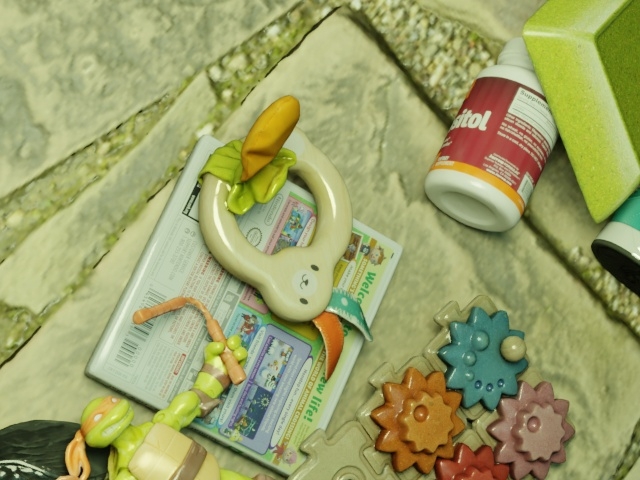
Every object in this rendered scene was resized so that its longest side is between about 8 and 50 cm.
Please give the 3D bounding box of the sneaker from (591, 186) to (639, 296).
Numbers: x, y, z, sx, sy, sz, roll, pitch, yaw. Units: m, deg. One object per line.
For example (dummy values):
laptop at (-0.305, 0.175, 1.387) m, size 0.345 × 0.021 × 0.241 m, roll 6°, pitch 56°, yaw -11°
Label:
sneaker at (0.398, 0.020, 1.357) m, size 0.295 × 0.124 × 0.178 m, roll 37°, pitch 80°, yaw -13°

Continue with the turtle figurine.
turtle figurine at (-0.104, 0.186, 1.108) m, size 0.217 × 0.087 × 0.269 m, roll 41°, pitch 48°, yaw -7°

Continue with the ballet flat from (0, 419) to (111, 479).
ballet flat at (-0.228, 0.167, 1.120) m, size 0.173 × 0.049 × 0.057 m, roll -4°, pitch 50°, yaw -26°

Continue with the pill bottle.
pill bottle at (0.154, -0.090, 1.284) m, size 0.086 × 0.086 × 0.152 m, roll 32°, pitch 71°, yaw -16°

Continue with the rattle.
rattle at (0.000, 0.000, 1.158) m, size 0.130 × 0.143 × 0.199 m, roll -17°, pitch 83°, yaw -43°

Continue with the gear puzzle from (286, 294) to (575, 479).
gear puzzle at (0.068, 0.201, 1.216) m, size 0.339 × 0.044 × 0.175 m, roll -42°, pitch 109°, yaw -22°

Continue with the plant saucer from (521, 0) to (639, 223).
plant saucer at (0.260, -0.141, 1.300) m, size 0.188 × 0.045 × 0.188 m, roll -45°, pitch 119°, yaw -41°

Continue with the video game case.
video game case at (-0.055, 0.053, 1.211) m, size 0.193 × 0.023 × 0.212 m, roll 29°, pitch 72°, yaw -16°
